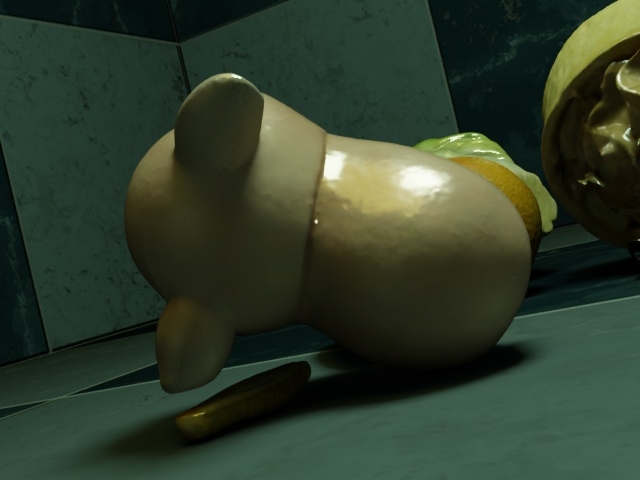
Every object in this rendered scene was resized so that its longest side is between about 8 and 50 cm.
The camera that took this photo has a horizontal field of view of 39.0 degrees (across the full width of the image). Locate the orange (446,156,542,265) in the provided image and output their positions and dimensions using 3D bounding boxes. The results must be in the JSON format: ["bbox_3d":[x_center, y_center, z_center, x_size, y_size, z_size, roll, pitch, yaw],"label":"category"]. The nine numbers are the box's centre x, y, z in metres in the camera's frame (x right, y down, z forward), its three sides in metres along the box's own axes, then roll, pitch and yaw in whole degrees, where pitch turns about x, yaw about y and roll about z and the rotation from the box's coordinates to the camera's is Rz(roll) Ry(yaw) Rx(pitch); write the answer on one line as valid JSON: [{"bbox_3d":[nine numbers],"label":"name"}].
[{"bbox_3d":[0.175,-0.012,1.145,0.206,0.206,0.206,-13,0,0],"label":"orange"}]

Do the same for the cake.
[{"bbox_3d":[0.423,-0.100,1.061,0.332,0.332,0.321,-13,30,20],"label":"cake"}]

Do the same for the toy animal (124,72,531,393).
[{"bbox_3d":[0.000,0.000,0.735,0.326,0.237,0.269,18,12,34],"label":"toy animal"}]

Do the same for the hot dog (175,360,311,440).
[{"bbox_3d":[-0.054,0.123,0.696,0.044,0.028,0.137,-15,0,37],"label":"hot dog"}]

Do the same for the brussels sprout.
[{"bbox_3d":[0.214,-0.045,1.424,0.316,0.243,0.273,-13,6,25],"label":"brussels sprout"}]
